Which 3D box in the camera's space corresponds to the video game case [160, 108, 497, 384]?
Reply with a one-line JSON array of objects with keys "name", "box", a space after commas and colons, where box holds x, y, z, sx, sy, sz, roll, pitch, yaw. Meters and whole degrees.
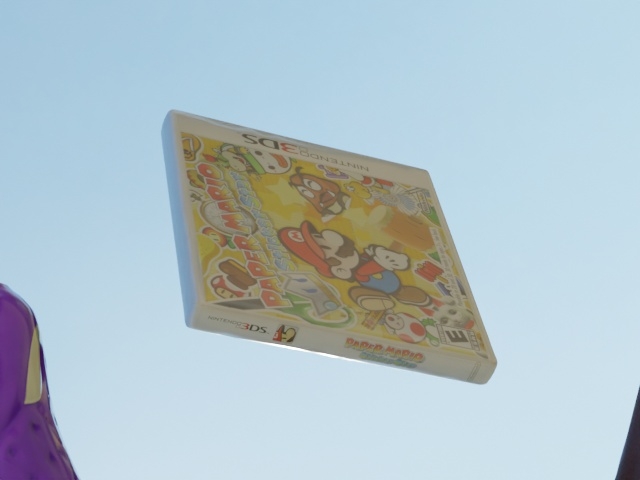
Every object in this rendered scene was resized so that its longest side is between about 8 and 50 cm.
[{"name": "video game case", "box": [0.000, 0.000, 1.102, 0.206, 0.026, 0.227, 12, -147, -19]}]

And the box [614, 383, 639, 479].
[{"name": "box", "box": [0.295, 0.056, 0.523, 0.143, 0.381, 0.191, 19, -95, -38]}]

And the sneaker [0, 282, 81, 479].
[{"name": "sneaker", "box": [-0.068, 0.154, 0.513, 0.102, 0.146, 0.293, 99, 167, -72]}]
